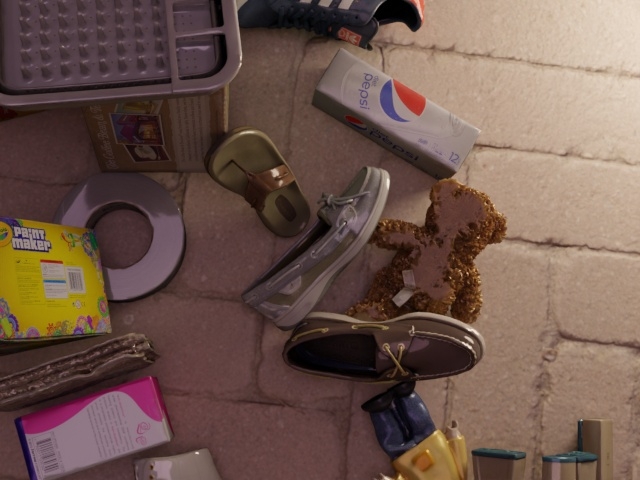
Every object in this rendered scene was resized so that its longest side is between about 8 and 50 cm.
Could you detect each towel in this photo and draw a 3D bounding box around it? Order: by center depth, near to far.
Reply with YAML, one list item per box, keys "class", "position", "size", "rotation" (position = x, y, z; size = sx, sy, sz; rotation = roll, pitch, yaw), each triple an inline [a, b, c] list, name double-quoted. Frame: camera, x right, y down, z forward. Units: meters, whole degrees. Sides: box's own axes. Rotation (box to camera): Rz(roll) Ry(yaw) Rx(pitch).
- class: "towel"
  position: [-0.397, 0.215, 1.412]
  size: [0.282, 0.187, 0.049]
  rotation: [-19, 79, -7]

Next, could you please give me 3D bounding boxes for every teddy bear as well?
- class: "teddy bear"
  position: [0.177, 0.059, 1.538]
  size: [0.245, 0.113, 0.337]
  rotation: [14, 88, 4]

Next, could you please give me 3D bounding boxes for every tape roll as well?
- class: "tape roll"
  position: [-0.337, -0.005, 1.507]
  size: [0.219, 0.072, 0.219]
  rotation: [1, 82, -4]

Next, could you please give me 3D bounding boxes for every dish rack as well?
- class: "dish rack"
  position: [-0.279, -0.295, 1.175]
  size: [0.333, 0.072, 0.285]
  rotation: [-6, 70, -7]

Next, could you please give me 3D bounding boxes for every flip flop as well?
- class: "flip flop"
  position: [-0.086, -0.084, 1.452]
  size: [0.112, 0.277, 0.080]
  rotation: [-43, 48, -5]

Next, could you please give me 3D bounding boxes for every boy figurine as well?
- class: "boy figurine"
  position: [0.171, 0.378, 1.485]
  size: [0.177, 0.092, 0.285]
  rotation: [-25, 82, -16]

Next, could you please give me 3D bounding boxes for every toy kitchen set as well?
- class: "toy kitchen set"
  position: [0.376, 0.358, 1.503]
  size: [0.166, 0.207, 0.122]
  rotation: [-4, 79, 38]

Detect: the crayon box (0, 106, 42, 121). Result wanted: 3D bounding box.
- class: "crayon box"
  position: [-0.514, -0.267, 1.464]
  size: [0.319, 0.202, 0.081]
  rotation: [-16, 84, -7]

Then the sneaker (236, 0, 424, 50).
- class: "sneaker"
  position: [0.022, -0.398, 1.567]
  size: [0.350, 0.131, 0.148]
  rotation: [-14, 79, -7]

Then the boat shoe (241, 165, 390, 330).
- class: "boat shoe"
  position: [-0.001, 0.000, 1.494]
  size: [0.103, 0.118, 0.320]
  rotation: [36, 94, -17]

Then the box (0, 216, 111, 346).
- class: "box"
  position: [-0.517, 0.085, 1.327]
  size: [0.279, 0.290, 0.177]
  rotation: [-13, 83, 15]

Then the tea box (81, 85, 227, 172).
- class: "tea box"
  position: [-0.253, -0.314, 1.401]
  size: [0.220, 0.329, 0.323]
  rotation: [1, 69, -5]

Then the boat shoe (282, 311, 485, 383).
- class: "boat shoe"
  position: [0.098, 0.180, 1.442]
  size: [0.325, 0.097, 0.116]
  rotation: [3, 112, 19]

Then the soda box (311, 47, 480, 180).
- class: "soda box"
  position: [0.129, -0.217, 1.567]
  size: [0.286, 0.098, 0.091]
  rotation: [31, 80, 1]

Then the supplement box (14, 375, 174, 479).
- class: "supplement box"
  position: [-0.358, 0.303, 1.439]
  size: [0.220, 0.114, 0.111]
  rotation: [-17, 82, -6]

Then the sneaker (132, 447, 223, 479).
- class: "sneaker"
  position: [-0.290, 0.440, 1.434]
  size: [0.293, 0.108, 0.169]
  rotation: [-22, 82, -18]
